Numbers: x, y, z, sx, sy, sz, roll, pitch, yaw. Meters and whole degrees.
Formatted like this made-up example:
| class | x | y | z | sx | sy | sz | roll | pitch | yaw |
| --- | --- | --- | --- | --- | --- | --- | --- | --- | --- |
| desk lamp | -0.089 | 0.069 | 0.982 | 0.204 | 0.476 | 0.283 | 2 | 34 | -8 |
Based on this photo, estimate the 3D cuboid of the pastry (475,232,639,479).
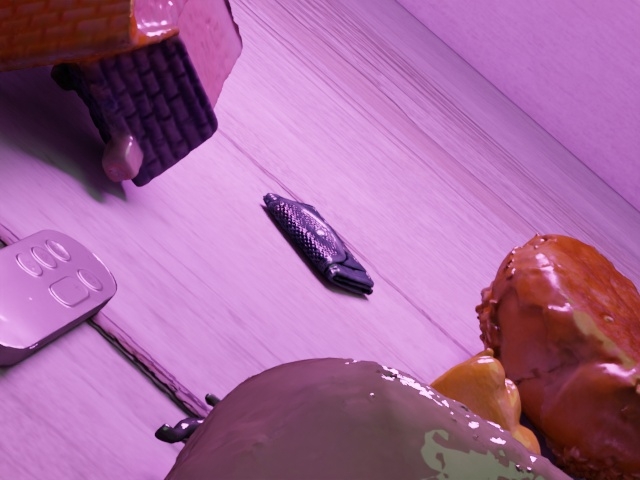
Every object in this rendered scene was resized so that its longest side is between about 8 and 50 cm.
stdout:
| class | x | y | z | sx | sy | sz | roll | pitch | yaw |
| --- | --- | --- | --- | --- | --- | --- | --- | --- | --- |
| pastry | 0.286 | 0.140 | 1.918 | 0.311 | 0.162 | 0.255 | 51 | 21 | 26 |

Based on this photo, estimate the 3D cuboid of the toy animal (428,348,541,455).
| class | x | y | z | sx | sy | sz | roll | pitch | yaw |
| --- | --- | --- | --- | --- | --- | --- | --- | --- | --- |
| toy animal | 0.167 | 0.188 | 1.717 | 0.159 | 0.083 | 0.070 | 57 | -8 | 15 |

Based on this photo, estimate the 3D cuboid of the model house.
| class | x | y | z | sx | sy | sz | roll | pitch | yaw |
| --- | --- | --- | --- | --- | --- | --- | --- | --- | --- |
| model house | -0.209 | -0.182 | 1.628 | 0.237 | 0.202 | 0.237 | -74 | 154 | -48 |

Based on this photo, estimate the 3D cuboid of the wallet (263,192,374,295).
| class | x | y | z | sx | sy | sz | roll | pitch | yaw |
| --- | --- | --- | --- | --- | --- | --- | --- | --- | --- |
| wallet | 0.000 | 0.000 | 1.872 | 0.088 | 0.026 | 0.129 | 19 | 27 | -54 |

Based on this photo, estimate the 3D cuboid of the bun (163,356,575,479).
| class | x | y | z | sx | sy | sz | roll | pitch | yaw |
| --- | --- | --- | --- | --- | --- | --- | --- | --- | --- |
| bun | 0.054 | 0.224 | 0.999 | 0.326 | 0.234 | 0.362 | 22 | -20 | 22 |

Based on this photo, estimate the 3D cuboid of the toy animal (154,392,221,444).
| class | x | y | z | sx | sy | sz | roll | pitch | yaw |
| --- | --- | --- | --- | --- | --- | --- | --- | --- | --- |
| toy animal | -0.010 | 0.169 | 1.302 | 0.269 | 0.082 | 0.137 | 36 | 16 | -21 |

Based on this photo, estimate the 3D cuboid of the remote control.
| class | x | y | z | sx | sy | sz | roll | pitch | yaw |
| --- | --- | --- | --- | --- | --- | --- | --- | --- | --- |
| remote control | -0.207 | 0.038 | 1.305 | 0.077 | 0.022 | 0.245 | 40 | 15 | 3 |
